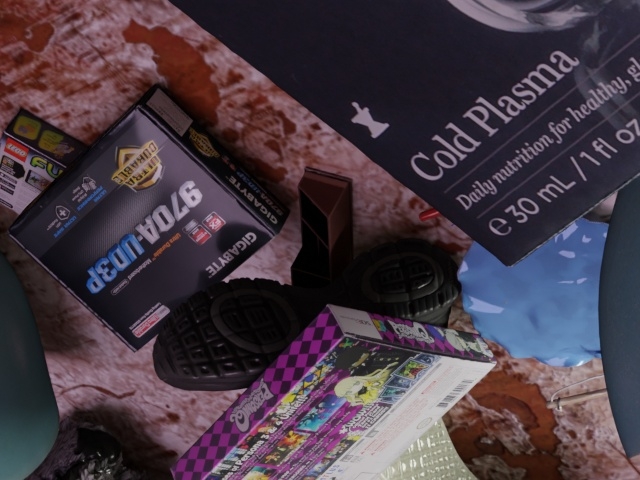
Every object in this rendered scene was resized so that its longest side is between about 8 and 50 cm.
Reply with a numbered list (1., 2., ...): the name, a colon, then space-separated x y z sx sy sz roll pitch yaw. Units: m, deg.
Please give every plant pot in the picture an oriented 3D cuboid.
1. plant pot: 0.324 0.017 1.323 0.290 0.290 0.195 -33 75 49
2. plant pot: -0.429 0.108 1.867 0.293 0.293 0.235 12 123 21

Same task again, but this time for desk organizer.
1. desk organizer: 0.000 0.000 1.648 0.047 0.050 0.130 16 140 17

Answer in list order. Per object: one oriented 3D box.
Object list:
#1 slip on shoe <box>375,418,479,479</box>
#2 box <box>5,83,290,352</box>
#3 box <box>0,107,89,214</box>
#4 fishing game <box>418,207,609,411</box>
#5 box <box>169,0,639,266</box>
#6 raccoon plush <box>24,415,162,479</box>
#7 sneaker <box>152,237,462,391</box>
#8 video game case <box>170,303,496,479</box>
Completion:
1. slip on shoe: 0.083 0.234 1.813 0.101 0.123 0.331 -3 137 40
2. box: -0.164 -0.018 1.678 0.175 0.051 0.220 44 124 -11
3. box: -0.224 -0.036 1.760 0.207 0.036 0.114 30 142 -1
4. fishing game: 0.213 0.039 1.563 0.189 0.041 0.264 -21 122 31
5. box: 0.110 -0.309 1.045 0.471 0.297 0.480 38 141 -8
6. raccoon plush: -0.229 0.353 2.149 0.299 0.216 0.446 29 174 -22
7. sneaker: -0.009 0.095 1.619 0.286 0.109 0.130 -11 142 -9
8. video game case: 0.013 0.156 1.597 0.210 0.042 0.232 12 129 -46
